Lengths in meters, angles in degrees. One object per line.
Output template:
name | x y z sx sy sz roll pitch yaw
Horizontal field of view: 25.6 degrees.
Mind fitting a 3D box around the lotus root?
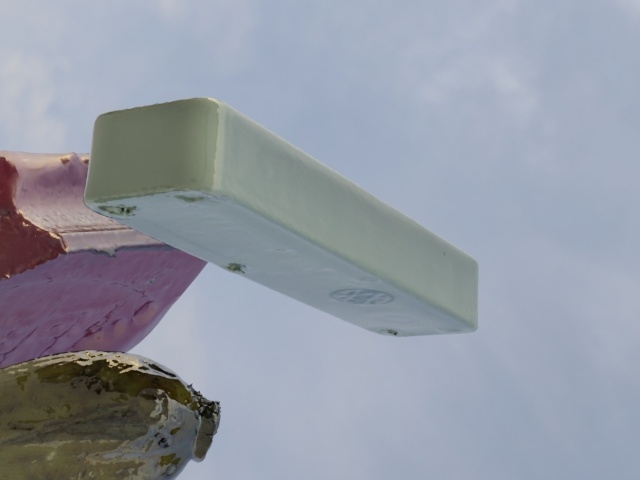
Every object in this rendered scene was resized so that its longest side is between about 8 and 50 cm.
lotus root | -0.147 0.110 0.823 0.080 0.179 0.089 -108 -164 -66

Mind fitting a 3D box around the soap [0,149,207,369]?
soap | -0.251 0.030 1.161 0.220 0.325 0.127 -49 -114 24

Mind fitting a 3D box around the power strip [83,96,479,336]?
power strip | 0.000 0.000 0.902 0.091 0.385 0.062 -5 -107 29
